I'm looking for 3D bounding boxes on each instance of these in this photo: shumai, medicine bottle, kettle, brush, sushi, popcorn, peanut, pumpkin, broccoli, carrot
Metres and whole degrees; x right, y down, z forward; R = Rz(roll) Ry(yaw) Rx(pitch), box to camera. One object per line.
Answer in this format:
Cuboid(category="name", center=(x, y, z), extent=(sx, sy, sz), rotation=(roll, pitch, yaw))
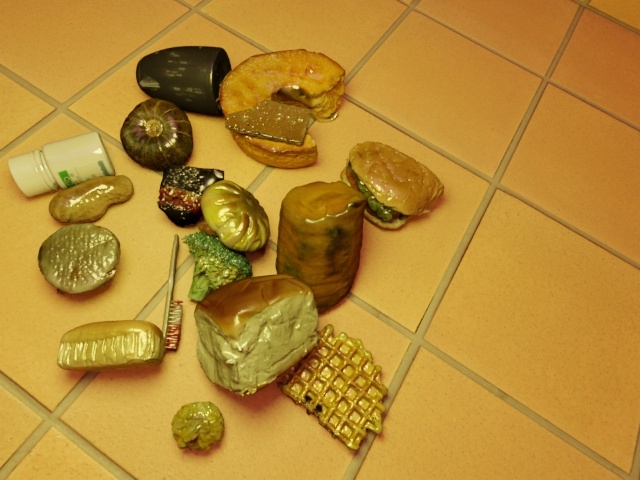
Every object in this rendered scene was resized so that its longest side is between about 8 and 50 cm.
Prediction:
Cuboid(category="shumai", center=(-0.608, 0.060, 1.041), extent=(0.201, 0.120, 0.202), rotation=(2, 67, -5))
Cuboid(category="medicine bottle", center=(-0.728, -0.214, 1.144), extent=(0.236, 0.139, 0.139), rotation=(-24, 71, -18))
Cuboid(category="kettle", center=(-0.449, -0.541, 1.332), extent=(0.290, 0.208, 0.268), rotation=(6, 35, 5))
Cuboid(category="brush", center=(-0.390, 0.138, 1.074), extent=(0.050, 0.060, 0.321), rotation=(6, 64, -20))
Cuboid(category="sushi", center=(-0.378, -0.121, 1.150), extent=(0.172, 0.153, 0.151), rotation=(13, 72, -10))
Cuboid(category="popcorn", center=(-0.283, 0.428, 0.926), extent=(0.120, 0.106, 0.116), rotation=(40, 56, 11))
Cuboid(category="peanut", center=(-0.641, -0.117, 1.135), extent=(0.226, 0.095, 0.108), rotation=(-35, 112, -28))
Cuboid(category="pumpkin", center=(-0.493, -0.321, 1.228), extent=(0.218, 0.162, 0.219), rotation=(0, 86, 4))
Cuboid(category="broccoli", center=(-0.293, 0.081, 1.086), extent=(0.219, 0.194, 0.194), rotation=(27, 61, -22))
Cuboid(category="carrot", center=(-0.257, -0.016, 1.172), extent=(0.209, 0.061, 0.061), rotation=(14, 63, 2))
Cuboid(category="carrot", center=(0.000, 0.000, 1.114), extent=(0.241, 0.341, 0.242), rotation=(5, 33, -4))

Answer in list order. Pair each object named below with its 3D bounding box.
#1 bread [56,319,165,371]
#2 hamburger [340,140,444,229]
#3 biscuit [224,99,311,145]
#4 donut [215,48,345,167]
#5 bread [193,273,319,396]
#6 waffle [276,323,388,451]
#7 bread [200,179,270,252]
Cuboid(category="bread", center=(-0.485, 0.247, 0.945), extent=(0.236, 0.140, 0.106), rotation=(-6, 67, 6))
Cuboid(category="hamburger", center=(0.211, -0.151, 1.248), extent=(0.329, 0.162, 0.209), rotation=(26, 62, -1))
Cuboid(category="biscuit", center=(-0.155, -0.359, 1.194), extent=(0.236, 0.026, 0.131), rotation=(12, 66, 0))
Cuboid(category="donut", center=(-0.130, -0.440, 1.335), extent=(0.377, 0.163, 0.435), rotation=(25, 66, 4))
Cuboid(category="bread", center=(-0.156, 0.200, 0.974), extent=(0.278, 0.250, 0.225), rotation=(-23, 104, -35))
Cuboid(category="waffle", center=(0.029, 0.371, 1.027), extent=(0.283, 0.065, 0.310), rotation=(-3, 62, -13))
Cuboid(category="bread", center=(-0.215, -0.069, 1.069), extent=(0.104, 0.213, 0.213), rotation=(-41, 71, 22))
